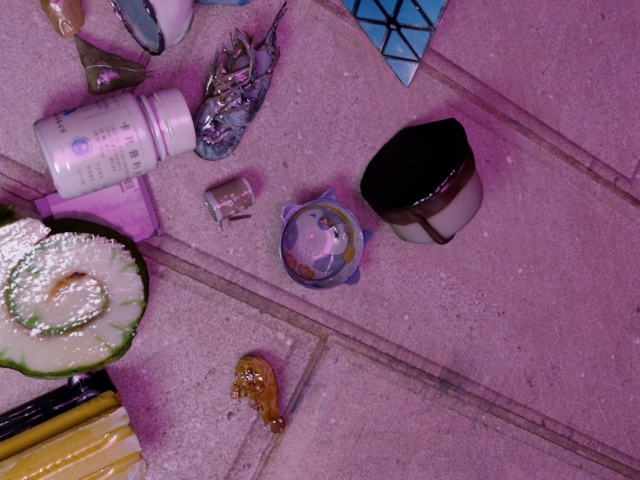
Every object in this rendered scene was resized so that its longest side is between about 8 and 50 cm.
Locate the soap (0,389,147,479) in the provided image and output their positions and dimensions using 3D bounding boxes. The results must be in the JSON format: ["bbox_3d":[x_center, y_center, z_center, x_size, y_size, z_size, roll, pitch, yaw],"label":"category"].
[{"bbox_3d":[-0.511,0.443,1.624,0.315,0.091,0.199,-26,125,-22],"label":"soap"}]

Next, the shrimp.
[{"bbox_3d":[-0.168,-0.338,1.739,0.137,0.172,0.372,17,99,-17],"label":"shrimp"}]

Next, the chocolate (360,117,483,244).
[{"bbox_3d":[0.250,-0.117,1.900,0.283,0.283,0.186,-50,127,-7],"label":"chocolate"}]

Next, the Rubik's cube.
[{"bbox_3d":[0.195,-0.522,1.861,0.233,0.228,0.228,18,47,-56],"label":"Rubik's cube"}]

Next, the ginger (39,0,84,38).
[{"bbox_3d":[-0.502,-0.495,1.643,0.095,0.069,0.190,12,94,-17],"label":"ginger"}]

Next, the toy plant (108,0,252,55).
[{"bbox_3d":[-0.250,-0.542,1.654,0.332,0.247,0.247,-35,108,-17],"label":"toy plant"}]

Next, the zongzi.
[{"bbox_3d":[-0.413,-0.377,1.707,0.154,0.062,0.130,-20,93,-23],"label":"zongzi"}]

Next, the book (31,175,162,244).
[{"bbox_3d":[-0.465,-0.047,1.749,0.231,0.026,0.157,-20,103,-16],"label":"book"}]

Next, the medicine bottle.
[{"bbox_3d":[-0.408,-0.202,1.670,0.293,0.170,0.170,-21,105,-18],"label":"medicine bottle"}]

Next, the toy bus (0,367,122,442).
[{"bbox_3d":[-0.567,0.397,1.712,0.331,0.145,0.151,-25,116,-18],"label":"toy bus"}]

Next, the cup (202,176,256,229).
[{"bbox_3d":[-0.192,-0.079,1.819,0.099,0.074,0.102,-25,106,-16],"label":"cup"}]

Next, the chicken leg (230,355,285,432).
[{"bbox_3d":[-0.136,0.360,1.903,0.101,0.085,0.207,-44,122,-46],"label":"chicken leg"}]

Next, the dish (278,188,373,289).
[{"bbox_3d":[0.000,0.000,1.897,0.228,0.086,0.236,-25,105,-17],"label":"dish"}]

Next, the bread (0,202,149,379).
[{"bbox_3d":[-0.537,0.091,1.666,0.366,0.129,0.382,-27,114,-5],"label":"bread"}]
